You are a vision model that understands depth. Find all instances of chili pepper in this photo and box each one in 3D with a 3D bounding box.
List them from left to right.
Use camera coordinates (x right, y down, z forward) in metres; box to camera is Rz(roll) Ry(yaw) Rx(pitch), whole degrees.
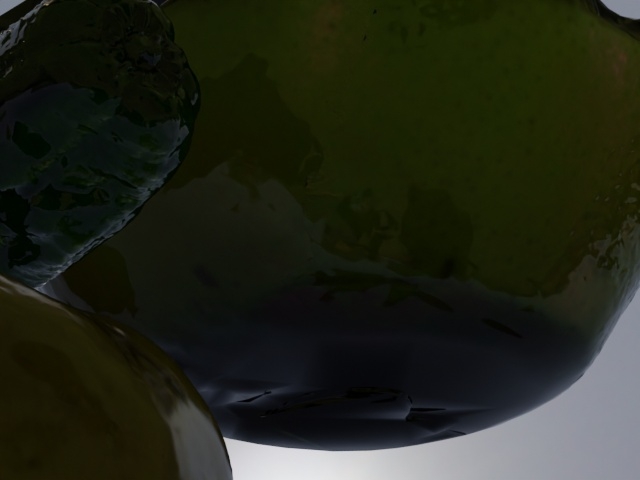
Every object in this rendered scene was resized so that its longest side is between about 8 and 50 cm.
[{"bbox_3d":[-0.150,-0.018,0.832,0.099,0.253,0.083,40,-148,-34],"label":"chili pepper"}]

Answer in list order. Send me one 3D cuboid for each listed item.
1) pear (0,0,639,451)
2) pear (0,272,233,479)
[{"bbox_3d":[0.003,0.004,1.043,0.399,0.399,0.165,8,-114,-14],"label":"pear"},{"bbox_3d":[-0.122,0.097,0.543,0.200,0.200,0.200,12,-147,-8],"label":"pear"}]
